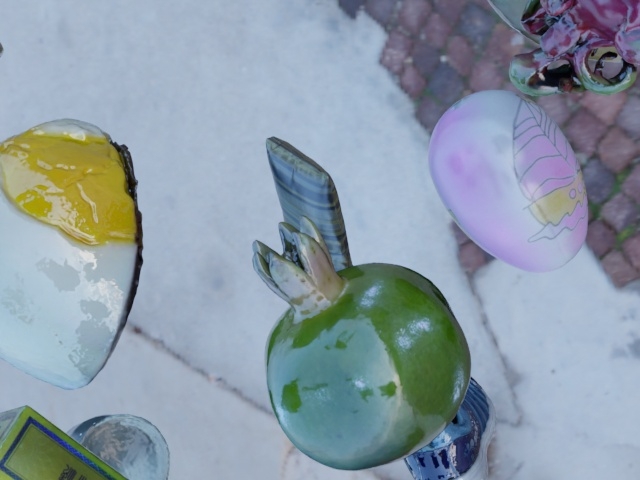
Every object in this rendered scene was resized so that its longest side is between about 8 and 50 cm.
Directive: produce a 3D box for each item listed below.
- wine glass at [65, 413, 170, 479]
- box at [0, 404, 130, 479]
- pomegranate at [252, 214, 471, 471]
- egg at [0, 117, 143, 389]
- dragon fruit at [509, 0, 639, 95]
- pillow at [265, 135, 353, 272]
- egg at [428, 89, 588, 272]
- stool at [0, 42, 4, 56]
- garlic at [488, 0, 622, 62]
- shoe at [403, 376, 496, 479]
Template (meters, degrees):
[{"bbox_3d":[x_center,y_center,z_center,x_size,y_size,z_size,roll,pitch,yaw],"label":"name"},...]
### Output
[{"bbox_3d":[-0.237,0.243,1.314,0.231,0.103,0.103,154,100,-71],"label":"wine glass"},{"bbox_3d":[-0.236,0.203,0.939,0.141,0.064,0.220,43,144,-21],"label":"box"},{"bbox_3d":[0.023,0.083,1.010,0.187,0.187,0.225,-13,119,46],"label":"pomegranate"},{"bbox_3d":[-0.364,0.006,1.443,0.337,0.201,0.337,-27,57,51],"label":"egg"},{"bbox_3d":[0.282,-0.233,0.988,0.218,0.198,0.273,65,156,5],"label":"dragon fruit"},{"bbox_3d":[0.000,0.000,1.175,0.113,0.038,0.203,38,149,48],"label":"pillow"},{"bbox_3d":[0.264,-0.079,1.633,0.271,0.196,0.196,53,133,0],"label":"egg"},{"bbox_3d":[-0.257,-0.165,0.740,0.135,0.134,0.111,-1,100,15],"label":"stool"},{"bbox_3d":[0.239,-0.295,1.147,0.196,0.338,0.151,32,86,37],"label":"garlic"},{"bbox_3d":[0.127,0.183,1.233,0.091,0.207,0.106,-17,107,15],"label":"shoe"}]
